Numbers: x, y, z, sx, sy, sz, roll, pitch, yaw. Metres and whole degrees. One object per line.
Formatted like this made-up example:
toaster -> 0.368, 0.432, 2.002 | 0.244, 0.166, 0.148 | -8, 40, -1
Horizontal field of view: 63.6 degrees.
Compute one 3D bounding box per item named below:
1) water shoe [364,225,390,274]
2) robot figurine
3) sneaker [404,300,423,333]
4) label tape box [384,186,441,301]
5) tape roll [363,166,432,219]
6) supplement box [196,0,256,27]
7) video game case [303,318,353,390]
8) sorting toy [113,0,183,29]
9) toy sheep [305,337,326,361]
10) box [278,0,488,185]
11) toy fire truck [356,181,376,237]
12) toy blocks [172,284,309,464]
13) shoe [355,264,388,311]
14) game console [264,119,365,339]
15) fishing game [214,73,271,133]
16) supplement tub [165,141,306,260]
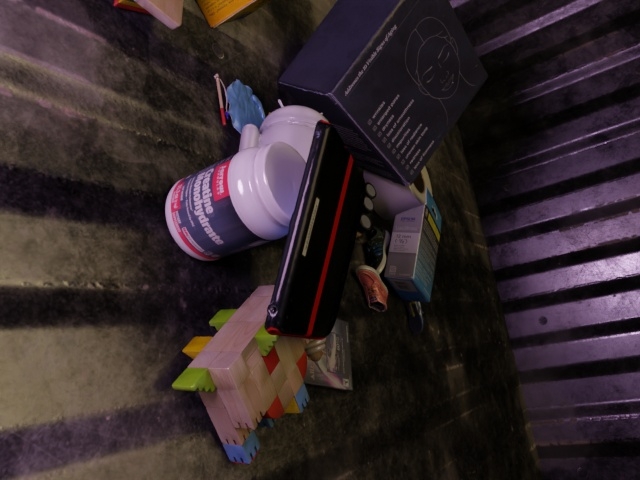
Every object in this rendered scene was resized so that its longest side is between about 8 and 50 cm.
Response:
water shoe -> 0.180, 0.039, 1.762 | 0.080, 0.073, 0.203 | 27, 49, -12
robot figurine -> -0.068, -0.192, 1.314 | 0.300, 0.200, 0.353 | 17, 67, -31
sneaker -> 0.356, 0.274, 1.915 | 0.059, 0.053, 0.144 | 13, 65, -57
label tape box -> 0.339, 0.017, 1.846 | 0.249, 0.115, 0.347 | 46, 51, -56
tape roll -> 0.294, -0.214, 1.951 | 0.246, 0.169, 0.246 | 33, 49, -47
supplement box -> -0.260, -0.778, 1.339 | 0.356, 0.195, 0.194 | 61, 33, -19
video game case -> 0.000, 0.289, 1.375 | 0.274, 0.026, 0.196 | 29, 51, -50
sorting toy -> -0.419, -0.612, 1.106 | 0.255, 0.089, 0.257 | 28, 52, -49
toy sheep -> -0.028, 0.232, 1.259 | 0.091, 0.091, 0.132 | -16, 85, -59
box -> 0.214, -0.519, 1.649 | 0.480, 0.297, 0.472 | -54, 134, -4
toy fire truck -> 0.057, -0.148, 1.586 | 0.246, 0.158, 0.217 | 38, 44, -26
toy blocks -> -0.116, 0.278, 1.087 | 0.381, 0.191, 0.260 | -51, 130, -54
shoe -> 0.169, 0.158, 1.666 | 0.178, 0.063, 0.081 | 50, 33, -39
game console -> -0.001, 0.003, 1.022 | 0.342, 0.060, 0.386 | 37, 65, -69
fishing game -> -0.199, -0.330, 1.361 | 0.264, 0.041, 0.189 | 12, 66, -65
supplement tub -> -0.164, -0.077, 1.061 | 0.191, 0.272, 0.191 | 32, 49, -46
